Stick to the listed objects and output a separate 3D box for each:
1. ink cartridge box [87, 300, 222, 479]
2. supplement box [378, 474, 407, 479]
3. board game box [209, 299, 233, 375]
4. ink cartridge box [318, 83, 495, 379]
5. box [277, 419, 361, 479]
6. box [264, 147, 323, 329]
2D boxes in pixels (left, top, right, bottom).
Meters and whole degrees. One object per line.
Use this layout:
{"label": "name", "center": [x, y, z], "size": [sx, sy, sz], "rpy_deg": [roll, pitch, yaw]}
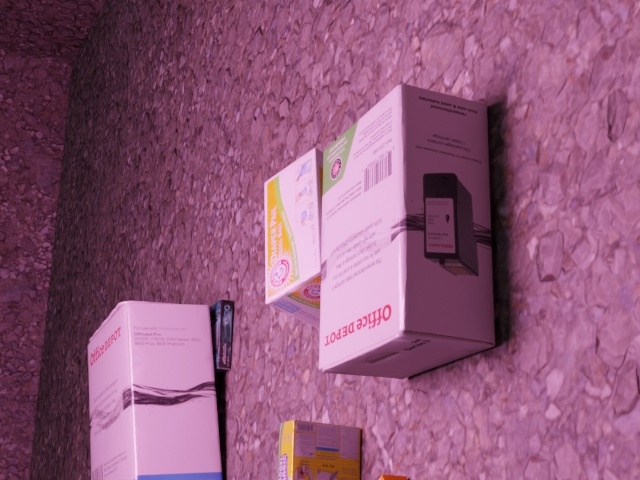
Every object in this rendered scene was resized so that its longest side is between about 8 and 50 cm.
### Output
{"label": "ink cartridge box", "center": [-0.303, 0.335, 1.930], "size": [0.285, 0.166, 0.395], "rpy_deg": [-39, 53, 57]}
{"label": "supplement box", "center": [0.076, 0.330, 1.262], "size": [0.062, 0.036, 0.098], "rpy_deg": [-111, 38, -50]}
{"label": "board game box", "center": [-0.205, 0.189, 1.980], "size": [0.186, 0.026, 0.126], "rpy_deg": [149, 126, -61]}
{"label": "ink cartridge box", "center": [0.093, 0.001, 1.246], "size": [0.211, 0.121, 0.289], "rpy_deg": [146, 130, -59]}
{"label": "box", "center": [-0.002, 0.322, 1.359], "size": [0.043, 0.105, 0.179], "rpy_deg": [-28, 55, 54]}
{"label": "box", "center": [0.000, 0.000, 1.425], "size": [0.103, 0.114, 0.203], "rpy_deg": [-32, 46, 35]}
